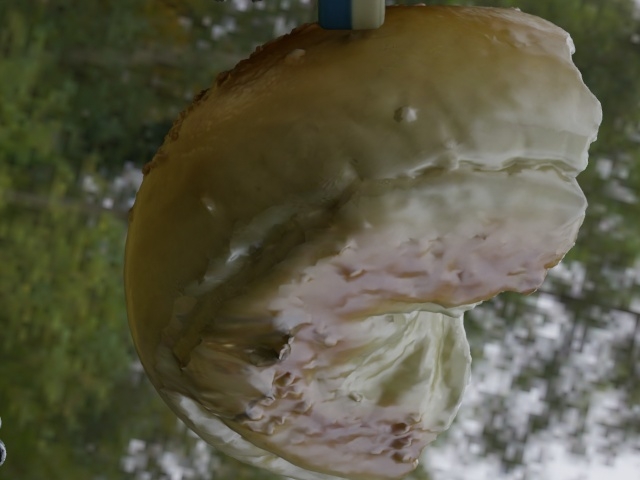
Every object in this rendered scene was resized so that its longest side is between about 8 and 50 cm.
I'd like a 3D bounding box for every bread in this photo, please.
[{"bbox_3d":[-0.005,0.002,0.965,0.314,0.192,0.171,109,-25,-49],"label":"bread"}]

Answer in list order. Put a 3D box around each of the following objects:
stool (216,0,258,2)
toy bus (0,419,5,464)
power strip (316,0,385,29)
[{"bbox_3d":[-0.036,-0.346,1.055,0.297,0.297,0.330,125,-36,-56],"label":"stool"},{"bbox_3d":[-0.323,0.238,1.734,0.081,0.089,0.195,-122,-152,-66],"label":"toy bus"},{"bbox_3d":[0.013,-0.145,0.825,0.123,0.032,0.056,89,1,-59],"label":"power strip"}]
